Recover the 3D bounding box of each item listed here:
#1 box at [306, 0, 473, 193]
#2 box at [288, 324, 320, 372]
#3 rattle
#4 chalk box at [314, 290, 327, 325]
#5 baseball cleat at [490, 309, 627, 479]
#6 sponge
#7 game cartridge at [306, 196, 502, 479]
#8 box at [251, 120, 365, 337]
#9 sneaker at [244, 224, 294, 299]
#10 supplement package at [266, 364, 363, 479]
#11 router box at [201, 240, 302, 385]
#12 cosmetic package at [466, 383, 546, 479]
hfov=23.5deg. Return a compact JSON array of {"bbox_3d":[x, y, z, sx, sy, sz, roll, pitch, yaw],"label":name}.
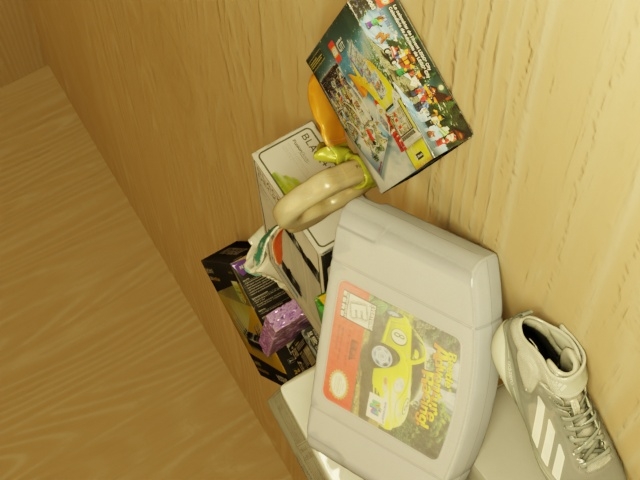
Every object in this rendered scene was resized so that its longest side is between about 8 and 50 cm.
[{"bbox_3d":[0.060,-0.138,1.458,0.159,0.044,0.233,61,168,1],"label":"box"},{"bbox_3d":[0.028,0.192,2.279,0.147,0.077,0.180,60,168,8],"label":"box"},{"bbox_3d":[-0.033,-0.071,1.715,0.143,0.130,0.200,50,144,-2],"label":"rattle"},{"bbox_3d":[0.094,0.139,1.737,0.132,0.132,0.213,52,164,38],"label":"chalk box"},{"bbox_3d":[0.223,0.159,1.389,0.206,0.072,0.109,57,161,6],"label":"baseball cleat"},{"bbox_3d":[-0.030,0.113,2.250,0.031,0.117,0.210,58,168,9],"label":"sponge"},{"bbox_3d":[0.085,0.123,1.537,0.196,0.060,0.294,23,119,31],"label":"game cartridge"},{"bbox_3d":[0.000,0.000,1.931,0.169,0.087,0.290,56,167,23],"label":"box"},{"bbox_3d":[-0.068,0.032,2.282,0.080,0.094,0.212,53,166,31],"label":"sneaker"},{"bbox_3d":[0.056,0.209,1.908,0.149,0.194,0.203,61,168,7],"label":"supplement package"},{"bbox_3d":[-0.096,0.125,2.648,0.243,0.081,0.309,63,168,-6],"label":"router box"},{"bbox_3d":[0.226,0.271,1.561,0.238,0.107,0.127,55,166,41],"label":"cosmetic package"}]
